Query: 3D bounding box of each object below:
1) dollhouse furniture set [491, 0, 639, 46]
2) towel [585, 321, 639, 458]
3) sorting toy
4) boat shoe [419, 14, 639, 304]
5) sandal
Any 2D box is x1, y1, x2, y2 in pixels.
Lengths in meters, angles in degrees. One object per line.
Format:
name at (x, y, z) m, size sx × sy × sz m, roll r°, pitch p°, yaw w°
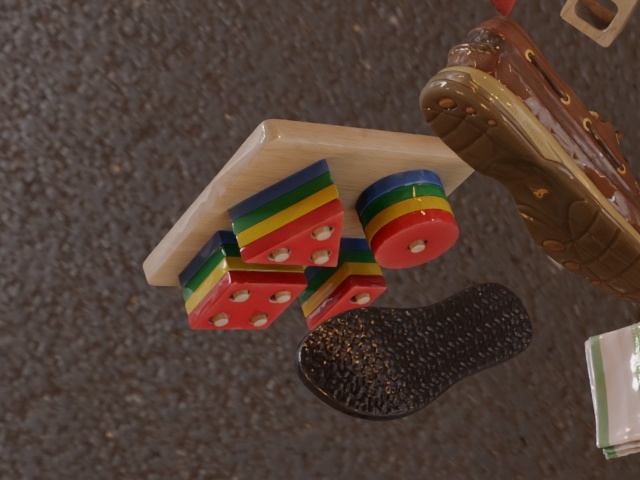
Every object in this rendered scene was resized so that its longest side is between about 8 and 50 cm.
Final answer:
dollhouse furniture set at (0.312, -0.293, 1.574) m, size 0.374 × 0.152 × 0.201 m, roll 34°, pitch 48°, yaw 6°
towel at (0.294, 0.111, 1.272) m, size 0.152 × 0.023 × 0.113 m, roll -21°, pitch 58°, yaw 31°
sorting toy at (0.000, 0.000, 1.503) m, size 0.255 × 0.257 × 0.089 m, roll -46°, pitch 52°, yaw 42°
boat shoe at (0.123, -0.035, 0.732) m, size 0.064 × 0.178 × 0.060 m, roll -2°, pitch 50°, yaw 55°
sandal at (0.054, 0.068, 0.893) m, size 0.040 × 0.179 × 0.067 m, roll -37°, pitch 72°, yaw 45°
